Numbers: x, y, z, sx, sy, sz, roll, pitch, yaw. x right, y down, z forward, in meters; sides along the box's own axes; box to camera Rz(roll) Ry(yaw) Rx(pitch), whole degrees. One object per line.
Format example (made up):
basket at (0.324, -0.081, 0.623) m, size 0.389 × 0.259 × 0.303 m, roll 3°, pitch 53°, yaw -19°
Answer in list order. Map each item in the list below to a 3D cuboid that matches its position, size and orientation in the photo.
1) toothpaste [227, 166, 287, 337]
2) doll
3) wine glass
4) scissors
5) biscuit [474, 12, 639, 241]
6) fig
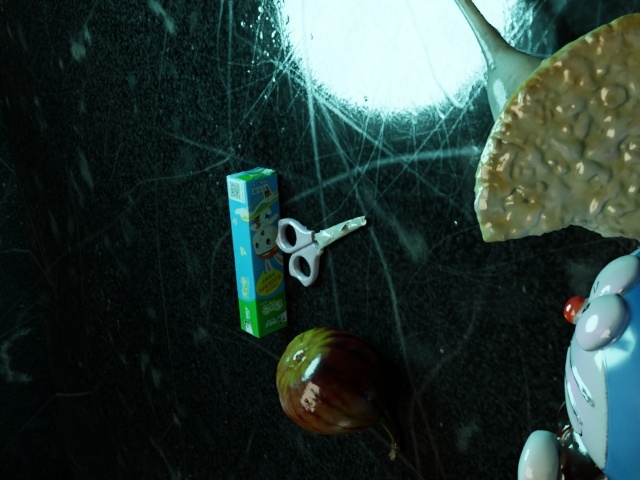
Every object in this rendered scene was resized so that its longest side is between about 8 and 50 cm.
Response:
toothpaste at (-0.098, 0.020, 1.178) m, size 0.050 × 0.065 × 0.266 m, roll 18°, pitch 119°, yaw 44°
doll at (0.294, 0.121, 0.558) m, size 0.240 × 0.284 × 0.310 m, roll 20°, pitch 143°, yaw 19°
wine glass at (0.150, -0.172, 0.622) m, size 0.096 × 0.264 × 0.309 m, roll -33°, pitch 76°, yaw 14°
scissors at (0.000, 0.000, 1.075) m, size 0.212 × 0.021 × 0.110 m, roll -25°, pitch 87°, yaw 55°
biscuit at (0.242, -0.077, 0.592) m, size 0.265 × 0.040 × 0.188 m, roll -33°, pitch 106°, yaw 13°
fig at (0.034, 0.203, 1.030) m, size 0.202 × 0.148 × 0.149 m, roll 18°, pitch 167°, yaw 9°
